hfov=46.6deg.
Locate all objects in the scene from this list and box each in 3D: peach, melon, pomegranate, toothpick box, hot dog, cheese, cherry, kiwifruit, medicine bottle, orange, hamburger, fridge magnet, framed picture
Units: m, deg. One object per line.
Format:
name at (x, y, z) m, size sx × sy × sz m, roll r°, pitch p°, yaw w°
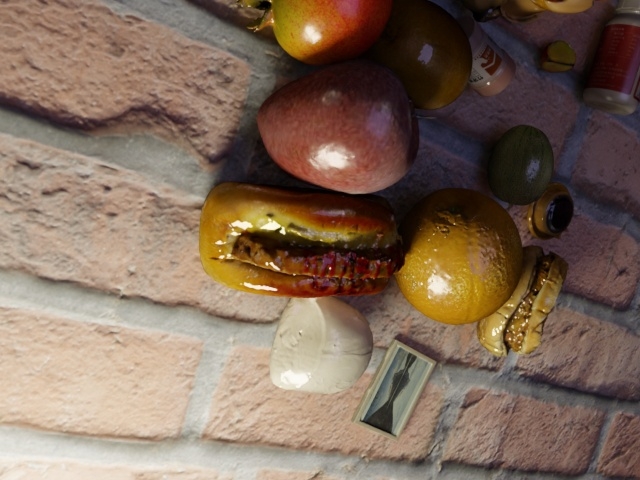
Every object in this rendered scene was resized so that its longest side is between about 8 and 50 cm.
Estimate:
peach at (0.530, -0.408, 1.678) m, size 0.083 × 0.050 × 0.077 m, roll -44°, pitch 99°, yaw -28°
melon at (0.436, -0.156, 1.628) m, size 0.139 × 0.139 × 0.192 m, roll 5°, pitch 103°, yaw -35°
pomegranate at (-0.009, -0.397, 1.225) m, size 0.257 × 0.221 × 0.221 m, roll -4°, pitch 106°, yaw -8°
toothpick box at (0.315, -0.373, 1.512) m, size 0.149 × 0.098 × 0.098 m, roll 32°, pitch 83°, yaw -35°
hot dog at (-0.001, 0.002, 1.320) m, size 0.405 × 0.223 × 0.185 m, roll 2°, pitch 99°, yaw -35°
cheese at (0.011, 0.199, 1.421) m, size 0.189 × 0.154 × 0.198 m, roll 20°, pitch 90°, yaw -42°
cherry at (0.036, -0.187, 1.240) m, size 0.261 × 0.307 × 0.221 m, roll 7°, pitch 85°, yaw -76°
kiwifruit at (0.179, -0.338, 1.369) m, size 0.234 × 0.196 × 0.196 m, roll 5°, pitch 100°, yaw -53°
medicine bottle at (0.714, -0.431, 1.749) m, size 0.131 × 0.131 × 0.250 m, roll 16°, pitch 92°, yaw -36°
orange at (0.272, 0.031, 1.485) m, size 0.274 × 0.274 × 0.274 m, roll -9°, pitch 107°, yaw -32°
hamburger at (0.440, 0.137, 1.647) m, size 0.259 × 0.144 × 0.283 m, roll -65°, pitch 163°, yaw -12°
fridge magnet at (0.551, -0.068, 1.773) m, size 0.143 × 0.063 × 0.143 m, roll -11°, pitch 112°, yaw -31°
framed picture at (0.165, 0.332, 1.644) m, size 0.150 × 0.015 × 0.203 m, roll 32°, pitch 83°, yaw -35°

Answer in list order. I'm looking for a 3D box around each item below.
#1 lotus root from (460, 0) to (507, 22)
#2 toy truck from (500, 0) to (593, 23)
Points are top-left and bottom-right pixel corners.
lotus root at (0.324, -0.560, 1.445) m, size 0.154 × 0.140 × 0.257 m, roll -21°, pitch 116°, yaw -21°
toy truck at (0.488, -0.585, 1.508) m, size 0.204 × 0.211 × 0.288 m, roll -10°, pitch 111°, yaw -33°
